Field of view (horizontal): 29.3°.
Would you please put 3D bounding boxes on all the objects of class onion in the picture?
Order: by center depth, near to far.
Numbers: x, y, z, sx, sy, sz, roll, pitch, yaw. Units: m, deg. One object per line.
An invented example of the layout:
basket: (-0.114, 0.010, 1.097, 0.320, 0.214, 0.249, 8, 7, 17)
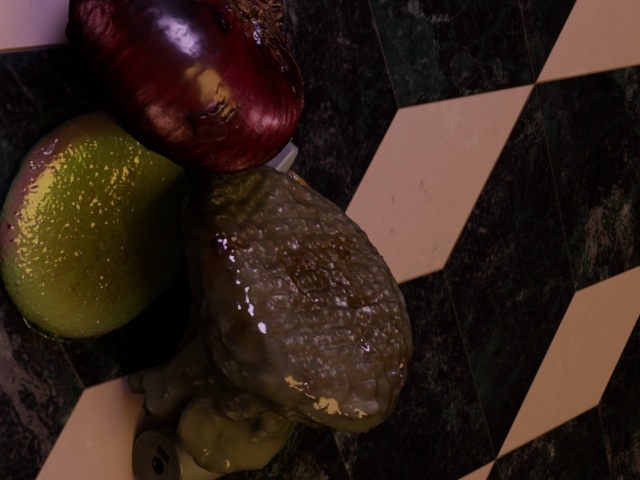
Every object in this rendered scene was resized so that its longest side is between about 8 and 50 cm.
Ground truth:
onion: (-0.161, -0.201, 1.394, 0.232, 0.314, 0.314, -41, 143, 18)

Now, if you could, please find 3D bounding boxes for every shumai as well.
shumai: (-0.089, 0.125, 1.576, 0.324, 0.397, 0.323, 9, 137, -42)

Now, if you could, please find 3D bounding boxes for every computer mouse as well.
computer mouse: (-0.071, -0.100, 1.691, 0.110, 0.056, 0.032, -50, 145, -26)

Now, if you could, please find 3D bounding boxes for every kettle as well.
kettle: (-0.175, 0.306, 1.701, 0.148, 0.098, 0.127, -12, 108, -49)

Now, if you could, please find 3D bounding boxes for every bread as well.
bread: (-0.271, -0.014, 1.511, 0.301, 0.045, 0.301, -20, 119, -41)

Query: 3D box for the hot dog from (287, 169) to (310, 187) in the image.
hot dog: (0.001, 0.001, 1.796, 0.068, 0.083, 0.289, -39, 133, -6)
